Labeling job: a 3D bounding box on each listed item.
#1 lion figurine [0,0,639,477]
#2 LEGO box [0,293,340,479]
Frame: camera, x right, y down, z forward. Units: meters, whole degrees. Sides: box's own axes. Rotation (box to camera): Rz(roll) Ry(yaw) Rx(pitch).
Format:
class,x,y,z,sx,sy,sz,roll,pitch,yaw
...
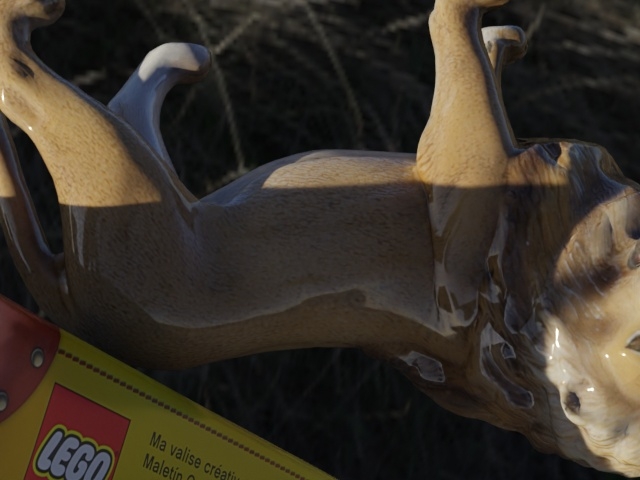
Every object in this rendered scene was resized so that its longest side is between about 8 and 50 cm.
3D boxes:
class,x,y,z,sx,sy,sz,roll,pitch,yaw
lion figurine,0.000,0.000,0.850,0.392,0.142,0.240,-4,72,6
LEGO box,-0.183,0.174,0.949,0.372,0.500,0.193,7,72,34
